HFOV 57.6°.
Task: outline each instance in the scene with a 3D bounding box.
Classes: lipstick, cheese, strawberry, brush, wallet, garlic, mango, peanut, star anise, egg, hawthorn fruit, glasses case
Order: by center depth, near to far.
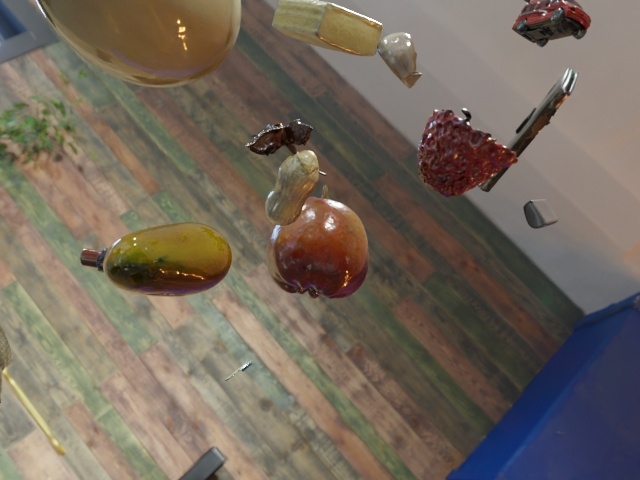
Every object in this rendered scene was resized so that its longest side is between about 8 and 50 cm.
[{"bbox_3d":[-0.190,-0.263,0.615,0.186,0.186,0.242,34,11,33],"label":"egg"},{"bbox_3d":[-0.284,0.037,1.072,0.175,0.254,0.139,-21,-103,41],"label":"mango"},{"bbox_3d":[-0.071,-0.189,1.258,0.158,0.141,0.144,-82,161,-67],"label":"star anise"},{"bbox_3d":[-0.063,-0.109,1.259,0.087,0.087,0.206,46,-44,15],"label":"peanut"},{"bbox_3d":[0.312,-0.183,1.316,0.234,0.178,0.234,31,11,-6],"label":"strawberry"},{"bbox_3d":[0.497,-0.261,1.407,0.044,0.169,0.317,36,-47,5],"label":"wallet"},{"bbox_3d":[-0.197,0.317,1.408,0.016,0.084,0.013,-23,-83,48],"label":"brush"},{"bbox_3d":[0.563,-0.069,1.490,0.042,0.191,0.072,-28,-100,30],"label":"glasses case"},{"bbox_3d":[0.200,-0.470,1.503,0.128,0.090,0.198,63,4,-24],"label":"garlic"},{"bbox_3d":[-0.478,0.067,1.506,0.300,0.081,0.081,10,-38,7],"label":"lipstick"},{"bbox_3d":[0.000,0.000,1.507,0.277,0.277,0.298,-10,-109,61],"label":"hawthorn fruit"},{"bbox_3d":[0.019,-0.662,1.807,0.265,0.243,0.123,33,-72,48],"label":"cheese"}]

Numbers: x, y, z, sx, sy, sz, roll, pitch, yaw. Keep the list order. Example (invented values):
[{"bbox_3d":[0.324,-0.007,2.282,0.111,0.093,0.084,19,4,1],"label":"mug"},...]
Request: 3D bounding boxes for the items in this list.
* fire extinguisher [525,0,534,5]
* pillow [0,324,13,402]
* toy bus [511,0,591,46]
[{"bbox_3d":[0.343,-0.423,0.934,0.028,0.022,0.083,21,-64,27],"label":"fire extinguisher"},{"bbox_3d":[-0.521,0.160,0.903,0.211,0.034,0.135,27,-39,65],"label":"pillow"},{"bbox_3d":[0.523,-0.499,1.302,0.081,0.089,0.195,23,3,-19],"label":"toy bus"}]
